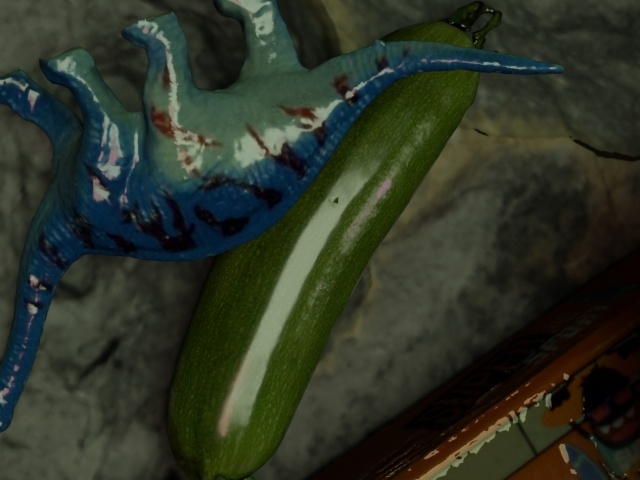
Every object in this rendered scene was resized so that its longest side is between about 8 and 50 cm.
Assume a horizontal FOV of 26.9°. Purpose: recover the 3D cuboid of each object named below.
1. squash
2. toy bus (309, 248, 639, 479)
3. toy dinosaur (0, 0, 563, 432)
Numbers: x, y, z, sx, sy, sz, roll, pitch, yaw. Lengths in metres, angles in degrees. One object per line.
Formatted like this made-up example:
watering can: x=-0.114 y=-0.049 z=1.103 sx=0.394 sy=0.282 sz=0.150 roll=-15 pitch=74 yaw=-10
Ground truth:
squash: x=-0.003 y=-0.001 z=0.659 sx=0.080 sy=0.071 sz=0.318 roll=27 pitch=78 yaw=5
toy bus: x=0.145 y=0.084 z=0.705 sx=0.409 sy=0.093 sz=0.092 roll=-33 pitch=100 yaw=-17
toy dinosaur: x=-0.068 y=-0.046 z=0.605 sx=0.329 sy=0.076 sz=0.144 roll=-33 pitch=97 yaw=6
